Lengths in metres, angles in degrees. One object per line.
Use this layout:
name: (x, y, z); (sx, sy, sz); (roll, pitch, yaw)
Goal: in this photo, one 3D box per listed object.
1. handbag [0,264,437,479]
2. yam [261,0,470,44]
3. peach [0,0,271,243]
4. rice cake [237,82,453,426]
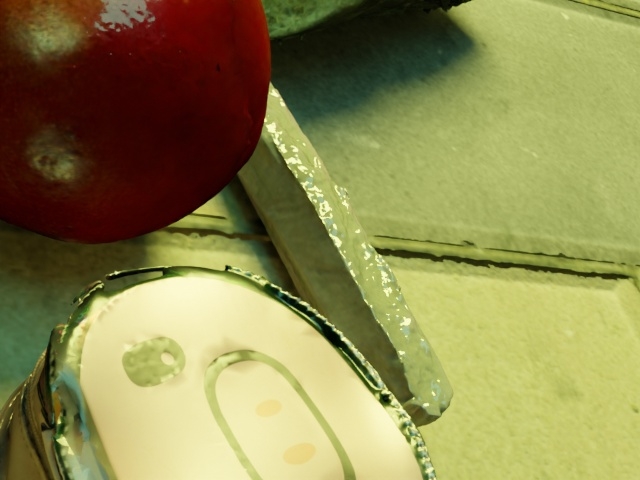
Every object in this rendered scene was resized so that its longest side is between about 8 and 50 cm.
handbag: (-0.050, 0.107, 0.569); (0.179, 0.116, 0.205); (-14, 62, -42)
yam: (0.049, -0.252, 0.933); (0.271, 0.201, 0.202); (-20, 106, -61)
peach: (-0.124, -0.085, 0.658); (0.197, 0.197, 0.197); (20, 42, -19)
rice cake: (-0.001, 0.000, 0.761); (0.049, 0.055, 0.270); (2, 49, -49)
